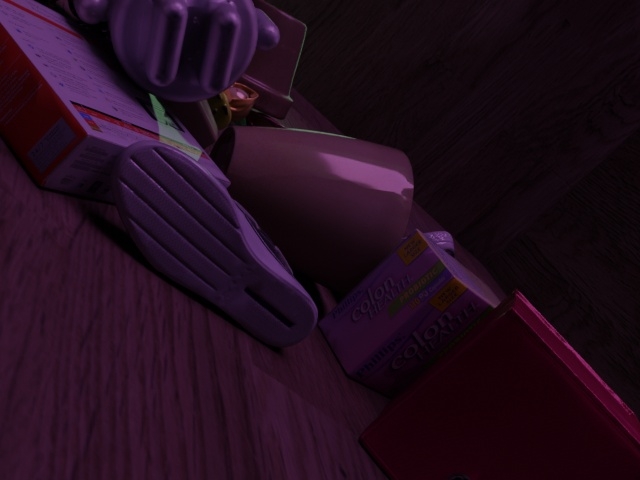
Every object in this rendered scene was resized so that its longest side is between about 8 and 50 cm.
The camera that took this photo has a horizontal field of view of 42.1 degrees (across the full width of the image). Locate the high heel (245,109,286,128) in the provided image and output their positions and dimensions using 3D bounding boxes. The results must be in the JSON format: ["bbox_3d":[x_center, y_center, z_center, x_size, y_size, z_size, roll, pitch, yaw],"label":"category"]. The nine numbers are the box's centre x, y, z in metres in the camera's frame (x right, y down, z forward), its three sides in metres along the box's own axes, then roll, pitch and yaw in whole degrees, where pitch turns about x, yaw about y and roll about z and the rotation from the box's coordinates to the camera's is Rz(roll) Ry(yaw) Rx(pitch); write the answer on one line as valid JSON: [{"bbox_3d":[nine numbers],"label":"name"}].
[{"bbox_3d":[-0.078,-0.226,1.934,0.244,0.082,0.117,42,-1,33],"label":"high heel"}]

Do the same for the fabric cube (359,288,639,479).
[{"bbox_3d":[0.249,0.251,1.107,0.254,0.258,0.259,49,12,9],"label":"fabric cube"}]

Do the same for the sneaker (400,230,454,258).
[{"bbox_3d":[0.178,0.114,1.614,0.366,0.137,0.210,132,-52,-76],"label":"sneaker"}]

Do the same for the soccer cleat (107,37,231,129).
[{"bbox_3d":[-0.282,-0.327,1.600,0.289,0.093,0.121,39,16,-24],"label":"soccer cleat"}]

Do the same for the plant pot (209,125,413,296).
[{"bbox_3d":[-0.040,-0.072,1.309,0.274,0.256,0.256,20,22,-23],"label":"plant pot"}]

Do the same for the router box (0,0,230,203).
[{"bbox_3d":[-0.299,-0.175,1.063,0.301,0.082,0.335,50,12,18],"label":"router box"}]

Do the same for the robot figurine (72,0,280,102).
[{"bbox_3d":[-0.209,-0.329,1.201,0.300,0.200,0.353,9,28,-23],"label":"robot figurine"}]

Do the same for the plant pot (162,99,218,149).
[{"bbox_3d":[-0.223,-0.188,1.342,0.096,0.109,0.109,56,7,-22],"label":"plant pot"}]

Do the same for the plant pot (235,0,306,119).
[{"bbox_3d":[-0.150,-0.450,1.999,0.263,0.229,0.263,28,12,-6],"label":"plant pot"}]

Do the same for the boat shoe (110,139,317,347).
[{"bbox_3d":[-0.134,0.005,1.011,0.335,0.121,0.119,51,-1,-32],"label":"boat shoe"}]

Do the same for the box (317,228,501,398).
[{"bbox_3d":[0.161,0.136,1.290,0.243,0.213,0.117,35,16,-43],"label":"box"}]

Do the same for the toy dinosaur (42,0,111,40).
[{"bbox_3d":[-0.398,-0.452,1.432,0.322,0.164,0.218,-12,36,-33],"label":"toy dinosaur"}]

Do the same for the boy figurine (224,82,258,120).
[{"bbox_3d":[-0.247,-0.343,1.788,0.285,0.092,0.177,31,17,-39],"label":"boy figurine"}]
